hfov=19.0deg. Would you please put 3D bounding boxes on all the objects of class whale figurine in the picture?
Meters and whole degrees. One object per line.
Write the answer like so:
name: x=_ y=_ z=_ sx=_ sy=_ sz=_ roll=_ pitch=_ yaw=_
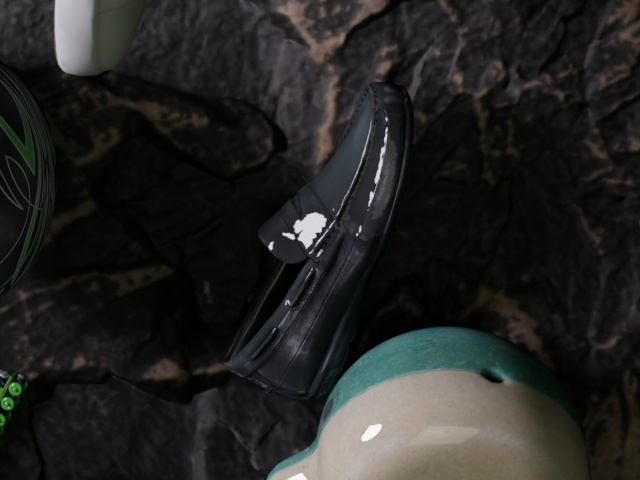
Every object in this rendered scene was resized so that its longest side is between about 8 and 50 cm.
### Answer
whale figurine: x=0.068 y=0.168 z=1.265 sx=0.216 sy=0.141 sz=0.272 roll=12 pitch=130 yaw=-9

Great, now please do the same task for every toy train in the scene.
toy train: x=-0.225 y=0.123 z=1.293 sx=0.024 sy=0.017 sz=0.083 roll=30 pitch=105 yaw=2

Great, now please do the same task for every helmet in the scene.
helmet: x=-0.240 y=-0.038 z=1.170 sx=0.161 sy=0.169 sz=0.169 roll=28 pitch=105 yaw=9

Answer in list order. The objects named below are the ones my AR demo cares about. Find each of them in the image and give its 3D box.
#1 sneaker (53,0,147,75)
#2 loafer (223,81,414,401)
sneaker: x=-0.059 y=-0.211 z=1.008 sx=0.123 sy=0.106 sz=0.290 roll=18 pitch=108 yaw=-5
loafer: x=0.000 y=0.000 z=1.225 sx=0.078 sy=0.076 sz=0.223 roll=15 pitch=110 yaw=-13
